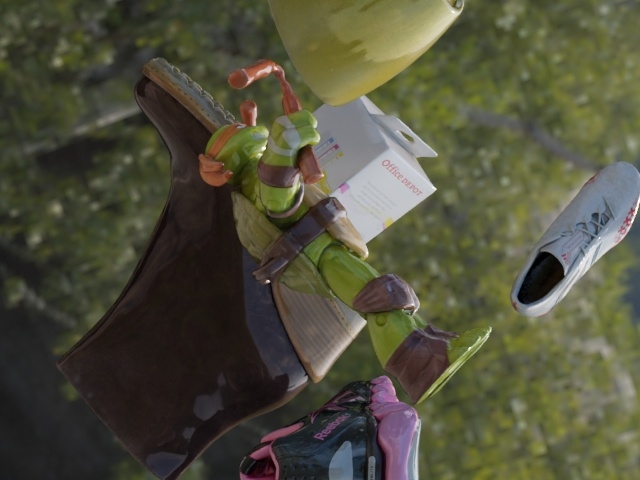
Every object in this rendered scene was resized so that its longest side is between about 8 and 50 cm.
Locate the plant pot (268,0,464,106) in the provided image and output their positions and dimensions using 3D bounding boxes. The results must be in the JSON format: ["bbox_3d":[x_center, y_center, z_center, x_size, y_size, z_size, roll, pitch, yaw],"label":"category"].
[{"bbox_3d":[0.034,-0.162,1.207,0.134,0.095,0.134,50,31,-46],"label":"plant pot"}]

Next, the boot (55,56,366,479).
[{"bbox_3d":[-0.104,0.023,1.322,0.248,0.207,0.090,52,3,-9],"label":"boot"}]

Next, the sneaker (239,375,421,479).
[{"bbox_3d":[0.001,0.071,0.637,0.119,0.057,0.047,140,-55,-85],"label":"sneaker"}]

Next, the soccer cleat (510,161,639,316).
[{"bbox_3d":[0.114,0.000,0.853,0.029,0.083,0.035,41,9,12],"label":"soccer cleat"}]

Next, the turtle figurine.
[{"bbox_3d":[0.000,0.000,1.117,0.217,0.087,0.269,45,-9,8],"label":"turtle figurine"}]

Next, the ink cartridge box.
[{"bbox_3d":[0.025,-0.062,1.715,0.092,0.143,0.090,38,18,-51],"label":"ink cartridge box"}]
